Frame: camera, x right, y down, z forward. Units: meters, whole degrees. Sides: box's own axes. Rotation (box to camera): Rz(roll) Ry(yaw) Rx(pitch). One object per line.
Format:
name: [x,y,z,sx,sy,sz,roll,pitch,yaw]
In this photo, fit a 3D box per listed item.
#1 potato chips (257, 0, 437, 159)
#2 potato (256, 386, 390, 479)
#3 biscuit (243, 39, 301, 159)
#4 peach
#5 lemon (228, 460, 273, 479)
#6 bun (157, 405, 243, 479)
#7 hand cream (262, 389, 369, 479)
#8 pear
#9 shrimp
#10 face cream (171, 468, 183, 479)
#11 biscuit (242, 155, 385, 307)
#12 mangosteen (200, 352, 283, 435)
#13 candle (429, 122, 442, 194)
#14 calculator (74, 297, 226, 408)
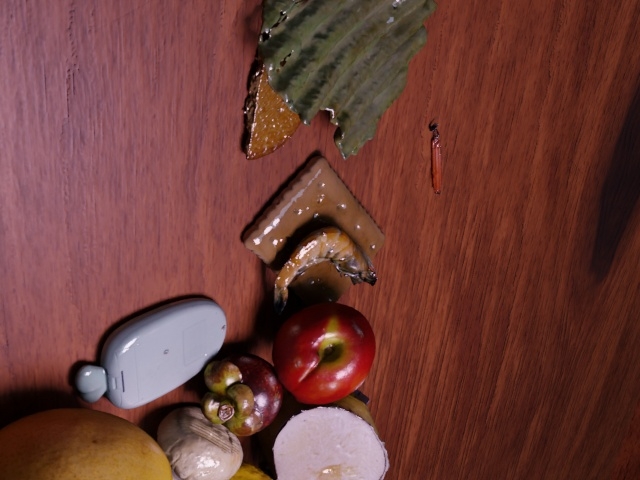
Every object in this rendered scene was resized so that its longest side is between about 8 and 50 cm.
potato chips: [0.072,-0.341,1.579,0.373,0.097,0.389,32,87,-52]
potato: [-0.001,0.408,1.997,0.247,0.196,0.299,-12,115,-6]
biscuit: [-0.067,-0.229,1.592,0.126,0.025,0.206,-12,127,-40]
peach: [0.004,0.211,1.834,0.226,0.190,0.196,122,-18,-78]
lemon: [-0.200,0.545,1.886,0.263,0.236,0.236,-46,142,-17]
bun: [-0.225,0.381,1.784,0.164,0.188,0.111,36,96,-18]
hand cream: [-0.011,0.419,2.112,0.271,0.091,0.058,-41,115,-11]
pear: [-0.387,0.411,1.534,0.314,0.314,0.314,-27,135,-30]
shrimp: [0.002,0.074,1.827,0.198,0.051,0.262,-44,146,6]
face cream: [-0.380,0.541,1.758,0.348,0.173,0.081,-49,177,-6]
biscuit: [0.000,0.000,1.828,0.217,0.044,0.325,-47,142,-6]
mangosteen: [-0.157,0.290,1.792,0.146,0.156,0.181,-48,176,42]
candle: [0.230,-0.166,1.957,0.026,0.021,0.167,-58,150,-41]
calculator: [-0.283,0.197,1.682,0.295,0.042,0.184,-25,134,-34]
